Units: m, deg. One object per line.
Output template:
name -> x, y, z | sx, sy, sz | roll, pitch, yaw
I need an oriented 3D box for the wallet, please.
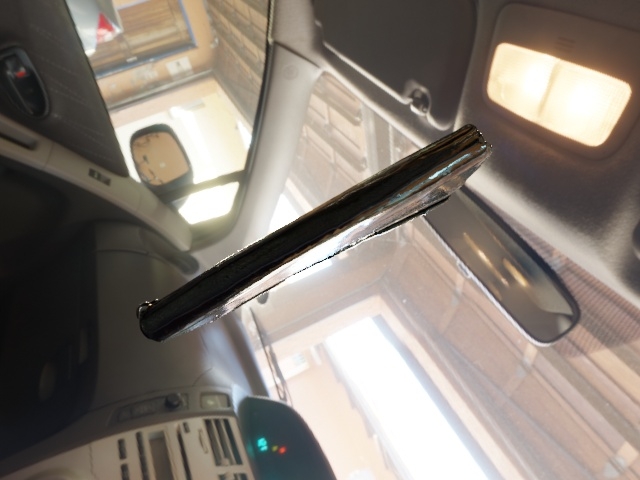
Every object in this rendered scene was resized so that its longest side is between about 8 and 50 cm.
wallet -> 0.000, 0.000, 0.431 | 0.045, 0.318, 0.172 | 62, 3, 8
